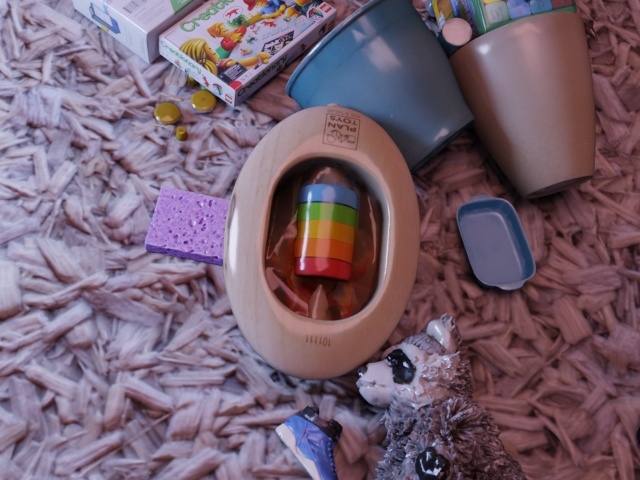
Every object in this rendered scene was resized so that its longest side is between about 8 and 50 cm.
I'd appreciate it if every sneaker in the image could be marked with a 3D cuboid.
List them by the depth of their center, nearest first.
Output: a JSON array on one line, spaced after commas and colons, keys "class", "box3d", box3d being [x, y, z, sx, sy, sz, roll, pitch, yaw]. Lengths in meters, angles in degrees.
[{"class": "sneaker", "box3d": [0.010, 0.316, 1.224, 0.085, 0.058, 0.152, -37, 65, -13]}]

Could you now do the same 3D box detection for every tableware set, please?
[{"class": "tableware set", "box3d": [-0.248, -0.253, 1.523, 0.104, 0.024, 0.154, 14, 61, -2]}]

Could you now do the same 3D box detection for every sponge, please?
[{"class": "sponge", "box3d": [-0.185, -0.018, 1.398, 0.210, 0.031, 0.117, 12, 62, 0]}]

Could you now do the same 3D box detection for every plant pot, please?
[{"class": "plant pot", "box3d": [0.124, -0.250, 1.436, 0.272, 0.271, 0.255, -38, 87, -22]}, {"class": "plant pot", "box3d": [0.384, -0.222, 1.463, 0.257, 0.256, 0.274, -14, 82, -13]}]

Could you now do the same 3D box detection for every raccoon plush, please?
[{"class": "raccoon plush", "box3d": [0.238, 0.325, 1.219, 0.446, 0.216, 0.299, 38, 46, -18]}]

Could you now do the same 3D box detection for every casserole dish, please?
[{"class": "casserole dish", "box3d": [0.302, 0.008, 1.428, 0.114, 0.037, 0.188, -9, 63, -10]}]

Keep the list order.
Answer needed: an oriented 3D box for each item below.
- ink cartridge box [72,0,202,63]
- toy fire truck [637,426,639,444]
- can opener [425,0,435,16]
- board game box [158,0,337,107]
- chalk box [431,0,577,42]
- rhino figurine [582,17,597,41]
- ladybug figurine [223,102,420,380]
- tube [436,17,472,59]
[{"class": "ink cartridge box", "box3d": [-0.356, -0.467, 1.585, 0.212, 0.093, 0.154, 37, 64, 12]}, {"class": "toy fire truck", "box3d": [0.660, 0.284, 1.265, 0.246, 0.158, 0.217, -29, 68, -31]}, {"class": "can opener", "box3d": [0.329, -0.548, 1.662, 0.280, 0.093, 0.074, -50, 37, -9]}, {"class": "board game box", "box3d": [-0.136, -0.404, 1.583, 0.193, 0.053, 0.305, 37, 60, 14]}, {"class": "chalk box", "box3d": [0.332, -0.449, 1.483, 0.179, 0.289, 0.180, -14, 87, -7]}, {"class": "rhino figurine", "box3d": [0.462, -0.470, 1.677, 0.243, 0.073, 0.106, 37, 61, 12]}, {"class": "ladybug figurine", "box3d": [0.000, 0.000, 1.300, 0.305, 0.162, 0.449, 11, 75, -6]}, {"class": "tube", "box3d": [0.231, -0.341, 1.514, 0.080, 0.207, 0.052, 9, 78, -2]}]
